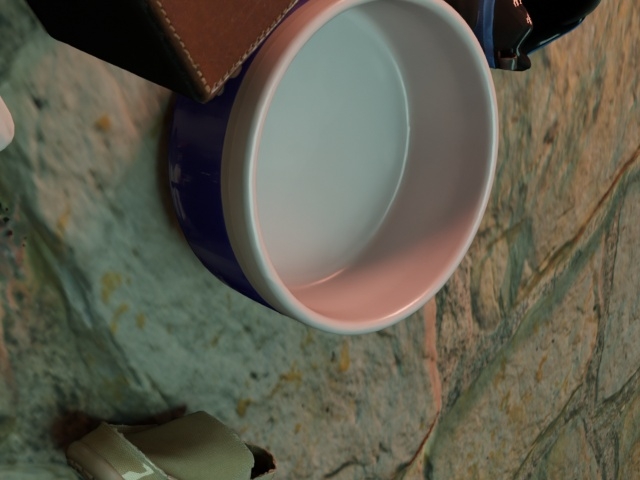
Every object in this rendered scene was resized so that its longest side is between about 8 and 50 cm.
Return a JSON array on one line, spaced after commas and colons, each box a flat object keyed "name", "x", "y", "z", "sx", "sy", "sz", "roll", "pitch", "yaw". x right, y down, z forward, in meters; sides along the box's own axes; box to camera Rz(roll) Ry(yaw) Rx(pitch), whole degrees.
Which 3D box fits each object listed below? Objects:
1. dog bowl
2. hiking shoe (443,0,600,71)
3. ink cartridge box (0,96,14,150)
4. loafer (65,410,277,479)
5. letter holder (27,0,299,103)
[{"name": "dog bowl", "x": 0.017, "y": -0.066, "z": 0.731, "sx": 0.265, "sy": 0.104, "sz": 0.265, "roll": -14, "pitch": 112, "yaw": -39}, {"name": "hiking shoe", "x": 0.218, "y": -0.247, "z": 0.872, "sx": 0.304, "sy": 0.132, "sz": 0.113, "roll": -44, "pitch": 141, "yaw": -22}, {"name": "ink cartridge box", "x": -0.264, "y": -0.064, "z": 0.299, "sx": 0.197, "sy": 0.273, "sz": 0.114, "roll": -40, "pitch": 136, "yaw": -26}, {"name": "loafer", "x": -0.118, "y": 0.191, "z": 0.800, "sx": 0.092, "sy": 0.102, "sz": 0.268, "roll": -57, "pitch": 153, "yaw": -8}, {"name": "letter holder", "x": -0.098, "y": -0.263, "z": 0.469, "sx": 0.214, "sy": 0.152, "sz": 0.302, "roll": -50, "pitch": 143, "yaw": -18}]
